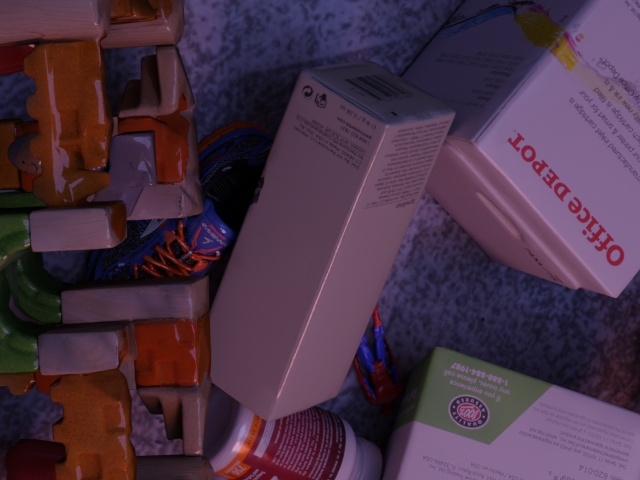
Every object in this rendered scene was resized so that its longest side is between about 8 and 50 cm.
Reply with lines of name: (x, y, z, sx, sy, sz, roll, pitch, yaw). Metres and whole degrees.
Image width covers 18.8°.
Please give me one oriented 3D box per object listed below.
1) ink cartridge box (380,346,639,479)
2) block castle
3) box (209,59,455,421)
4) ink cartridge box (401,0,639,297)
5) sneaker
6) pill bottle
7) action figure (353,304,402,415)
ink cartridge box: (0.131, 0.293, 1.629, 0.207, 0.119, 0.354, 19, 74, -5)
block castle: (-0.214, 0.021, 1.379, 0.212, 0.303, 0.453, -3, 96, 9)
box: (0.000, 0.000, 1.538, 0.113, 0.094, 0.275, -13, 131, -56)
ink cartridge box: (0.220, -0.125, 1.633, 0.270, 0.197, 0.198, -50, 116, -11)
sneaker: (-0.108, -0.007, 1.557, 0.083, 0.087, 0.221, 43, 79, -25)
pill bottle: (-0.026, 0.176, 1.629, 0.152, 0.086, 0.086, 25, 88, -27)
action figure: (0.047, 0.103, 1.685, 0.038, 0.030, 0.115, -22, 113, -15)
